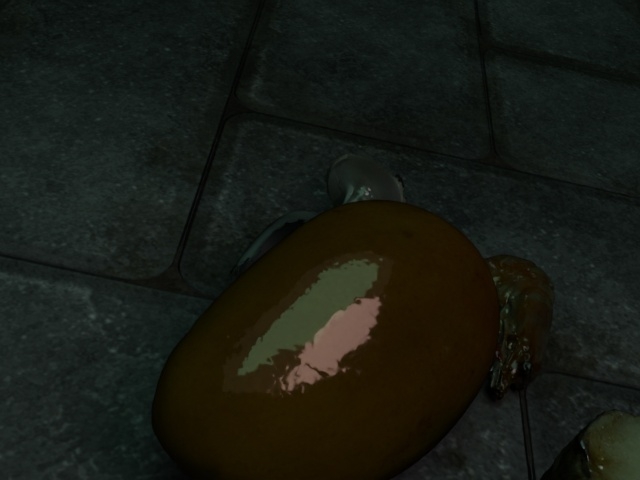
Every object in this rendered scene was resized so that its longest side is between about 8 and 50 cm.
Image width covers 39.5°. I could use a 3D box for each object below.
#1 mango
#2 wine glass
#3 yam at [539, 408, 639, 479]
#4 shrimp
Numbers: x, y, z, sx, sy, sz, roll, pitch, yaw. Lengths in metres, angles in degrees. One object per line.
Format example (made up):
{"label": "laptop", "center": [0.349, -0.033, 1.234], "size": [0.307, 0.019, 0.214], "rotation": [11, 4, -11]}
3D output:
{"label": "mango", "center": [0.019, 0.128, 1.009], "size": [0.446, 0.232, 0.300], "rotation": [-29, 96, -34]}
{"label": "wine glass", "center": [0.000, 0.000, 1.266], "size": [0.143, 0.143, 0.321], "rotation": [26, 41, 13]}
{"label": "yam", "center": [0.271, 0.311, 0.853], "size": [0.195, 0.300, 0.195], "rotation": [10, 45, -10]}
{"label": "shrimp", "center": [0.258, 0.117, 1.272], "size": [0.154, 0.062, 0.294], "rotation": [6, 35, 9]}
